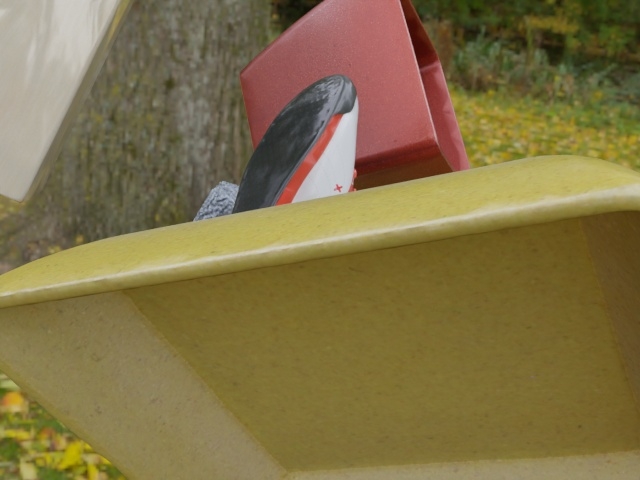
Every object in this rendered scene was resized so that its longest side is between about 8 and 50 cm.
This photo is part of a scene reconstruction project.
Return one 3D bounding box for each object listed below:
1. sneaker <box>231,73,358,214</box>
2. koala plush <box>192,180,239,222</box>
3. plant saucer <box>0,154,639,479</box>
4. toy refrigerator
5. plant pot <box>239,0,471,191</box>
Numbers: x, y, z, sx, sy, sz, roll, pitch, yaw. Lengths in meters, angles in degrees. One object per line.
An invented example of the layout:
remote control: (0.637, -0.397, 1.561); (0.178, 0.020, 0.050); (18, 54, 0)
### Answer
sneaker: (-0.001, 0.001, 0.807); (0.090, 0.270, 0.145); (-5, -35, 48)
koala plush: (-0.063, 0.093, 0.970); (0.221, 0.196, 0.203); (28, 64, -4)
plant saucer: (0.038, 0.081, 0.506); (0.333, 0.332, 0.081); (-9, 47, 22)
toy refrigerator: (-0.192, -0.171, 0.660); (0.102, 0.269, 0.094); (26, 4, -11)
plant pot: (0.045, -0.151, 1.227); (0.236, 0.267, 0.267); (-18, -22, 15)
